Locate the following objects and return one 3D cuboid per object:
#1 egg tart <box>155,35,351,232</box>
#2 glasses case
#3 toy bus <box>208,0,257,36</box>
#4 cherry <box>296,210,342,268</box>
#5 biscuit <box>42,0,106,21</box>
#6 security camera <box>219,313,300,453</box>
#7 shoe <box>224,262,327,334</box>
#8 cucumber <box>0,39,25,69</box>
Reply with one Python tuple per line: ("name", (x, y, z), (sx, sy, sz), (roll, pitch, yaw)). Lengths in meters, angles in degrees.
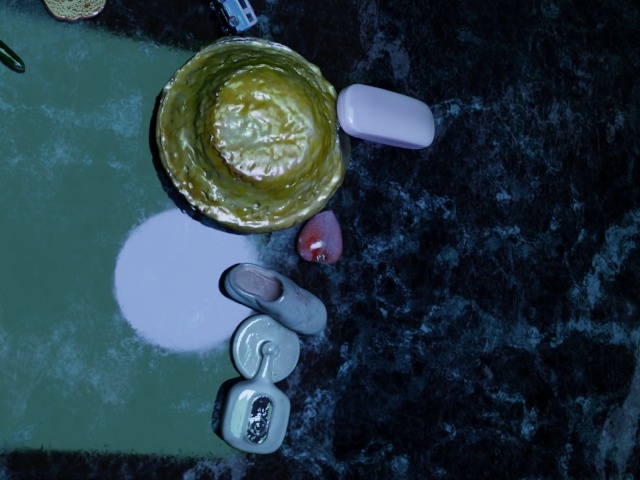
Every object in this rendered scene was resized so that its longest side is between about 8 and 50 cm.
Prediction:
("egg tart", (-0.129, -0.235, 1.671), (0.443, 0.178, 0.443), (1, 86, -19))
("glasses case", (0.155, -0.281, 1.798), (0.296, 0.075, 0.113), (6, 80, -42))
("toy bus", (-0.195, -0.516, 1.721), (0.075, 0.060, 0.123), (-33, 101, -23))
("cherry", (0.002, 0.002, 1.760), (0.106, 0.087, 0.126), (35, 58, -14))
("biscuit", (-0.511, -0.507, 1.622), (0.130, 0.019, 0.102), (-11, 92, -21))
("security camera", (-0.127, 0.309, 1.705), (0.157, 0.080, 0.302), (14, 80, -19))
("shoe", (-0.086, 0.122, 1.705), (0.251, 0.100, 0.103), (26, 62, -14))
("cucumber", (-0.667, -0.401, 1.553), (0.184, 0.033, 0.036), (35, 51, -16))
